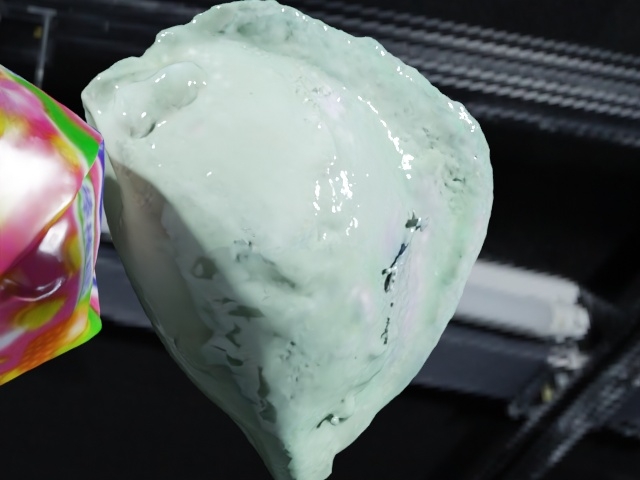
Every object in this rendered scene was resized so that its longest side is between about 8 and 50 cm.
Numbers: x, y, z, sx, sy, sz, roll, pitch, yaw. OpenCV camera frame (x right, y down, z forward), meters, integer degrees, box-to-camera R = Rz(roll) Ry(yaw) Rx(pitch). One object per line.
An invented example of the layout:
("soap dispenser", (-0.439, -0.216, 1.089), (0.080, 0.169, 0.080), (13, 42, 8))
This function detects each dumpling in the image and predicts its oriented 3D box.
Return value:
("dumpling", (-0.006, 0.006, 0.604), (0.149, 0.105, 0.216), (-8, -63, 15))

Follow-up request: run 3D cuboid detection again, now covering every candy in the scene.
("candy", (-0.204, 0.029, 0.420), (0.365, 0.124, 0.124), (-28, -15, -49))
